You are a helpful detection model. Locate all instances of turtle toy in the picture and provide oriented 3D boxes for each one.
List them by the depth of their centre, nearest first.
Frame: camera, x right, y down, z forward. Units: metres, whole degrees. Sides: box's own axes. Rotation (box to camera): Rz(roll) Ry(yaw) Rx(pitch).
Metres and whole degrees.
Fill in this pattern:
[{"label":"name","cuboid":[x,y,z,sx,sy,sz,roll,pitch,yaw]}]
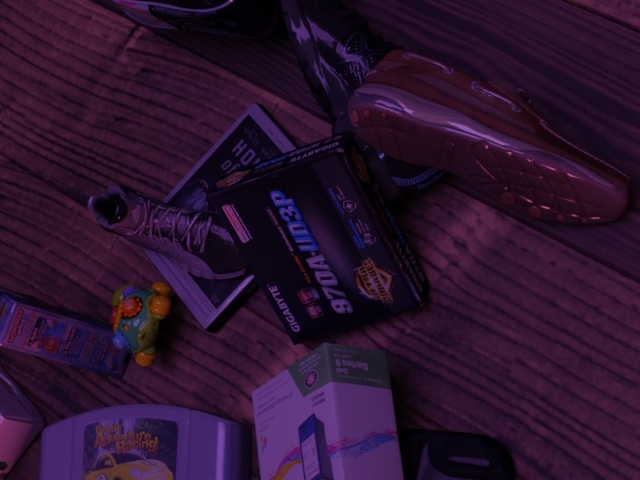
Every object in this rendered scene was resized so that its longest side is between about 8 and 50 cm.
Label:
[{"label":"turtle toy","cuboid":[-0.229,0.094,1.805,0.066,0.130,0.095,14,107,-12]}]

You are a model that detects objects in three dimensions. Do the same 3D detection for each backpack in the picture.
[{"label":"backpack","cuboid":[-0.159,-0.369,1.825,0.253,0.191,0.225,9,79,23]}]

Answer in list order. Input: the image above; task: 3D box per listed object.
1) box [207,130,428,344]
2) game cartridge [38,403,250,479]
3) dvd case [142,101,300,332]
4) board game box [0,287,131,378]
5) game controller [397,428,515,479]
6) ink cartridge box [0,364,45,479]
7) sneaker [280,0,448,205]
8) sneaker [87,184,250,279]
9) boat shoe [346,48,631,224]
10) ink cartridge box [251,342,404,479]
[{"label":"box","cuboid":[0.000,0.000,1.653,0.175,0.220,0.051,-18,26,23]},{"label":"game cartridge","cuboid":[-0.223,0.299,1.775,0.294,0.060,0.196,-7,71,26]},{"label":"dvd case","cuboid":[-0.107,-0.030,1.807,0.238,0.029,0.179,-47,61,11]},{"label":"board game box","cuboid":[-0.365,0.103,1.815,0.194,0.194,0.060,20,87,30]},{"label":"game controller","cuboid":[0.121,0.367,1.580,0.166,0.067,0.319,3,79,14]},{"label":"ink cartridge box","cuboid":[-0.490,0.266,1.898,0.160,0.092,0.219,42,99,29]},{"label":"sneaker","cuboid":[0.053,-0.200,1.731,0.140,0.125,0.341,-24,72,3]},{"label":"sneaker","cuboid":[-0.190,-0.013,1.753,0.229,0.132,0.086,13,85,30]},{"label":"boat shoe","cuboid":[0.194,-0.123,1.586,0.324,0.123,0.116,24,63,3]},{"label":"ink cartridge box","cuboid":[0.010,0.241,1.596,0.154,0.093,0.212,-36,53,45]}]
